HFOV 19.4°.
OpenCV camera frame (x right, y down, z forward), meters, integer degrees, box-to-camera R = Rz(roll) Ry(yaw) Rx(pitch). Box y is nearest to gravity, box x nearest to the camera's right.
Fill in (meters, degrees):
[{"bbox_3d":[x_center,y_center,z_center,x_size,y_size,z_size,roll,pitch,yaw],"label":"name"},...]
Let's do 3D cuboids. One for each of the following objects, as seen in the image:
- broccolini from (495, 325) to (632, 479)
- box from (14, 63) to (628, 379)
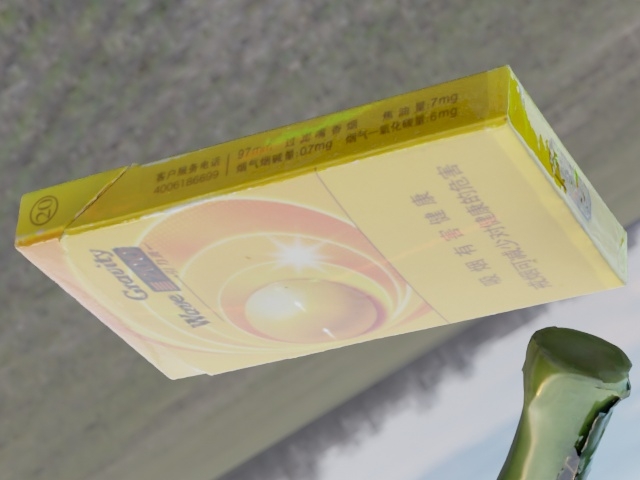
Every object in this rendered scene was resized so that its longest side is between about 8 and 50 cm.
[{"bbox_3d":[0.018,0.101,0.453,0.051,0.054,0.239,-49,169,-42],"label":"broccolini"},{"bbox_3d":[0.000,0.000,0.929,0.269,0.043,0.152,-15,141,26],"label":"box"}]
